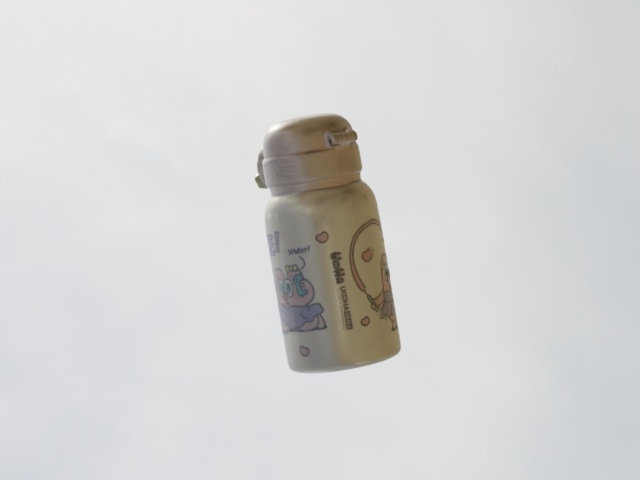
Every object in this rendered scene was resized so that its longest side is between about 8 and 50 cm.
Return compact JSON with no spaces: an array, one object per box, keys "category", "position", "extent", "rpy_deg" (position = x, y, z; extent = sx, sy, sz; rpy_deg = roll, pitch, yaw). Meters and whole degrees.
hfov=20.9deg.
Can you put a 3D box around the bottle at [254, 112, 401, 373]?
[{"category":"bottle","position":[0.000,0.000,1.446],"extent":[0.097,0.110,0.209],"rpy_deg":[-13,-85,-43]}]
